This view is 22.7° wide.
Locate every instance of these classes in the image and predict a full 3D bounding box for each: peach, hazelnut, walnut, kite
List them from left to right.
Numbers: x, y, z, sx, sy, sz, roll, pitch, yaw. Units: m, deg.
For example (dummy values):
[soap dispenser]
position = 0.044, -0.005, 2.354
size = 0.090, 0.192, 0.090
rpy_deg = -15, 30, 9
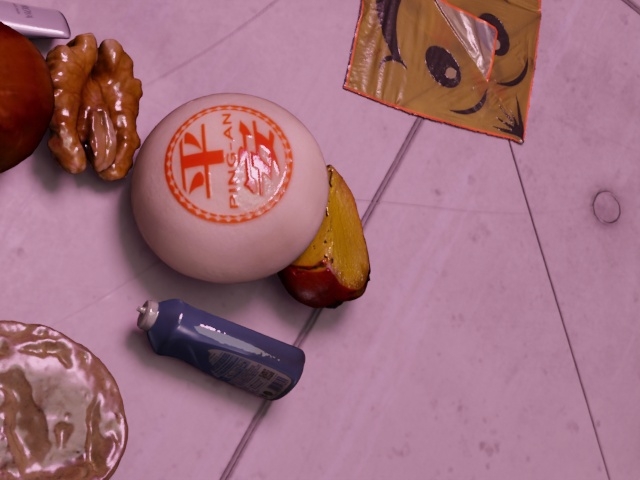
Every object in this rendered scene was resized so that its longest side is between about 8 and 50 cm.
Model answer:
[hazelnut]
position = -0.390, -0.159, 1.712
size = 0.208, 0.208, 0.208
rpy_deg = 6, 75, -25
[walnut]
position = -0.271, -0.153, 1.843
size = 0.143, 0.069, 0.170
rpy_deg = 13, 73, -46
[peach]
position = -0.006, 0.002, 1.922
size = 0.127, 0.092, 0.172
rpy_deg = 10, 64, -59
[kite]
position = 0.183, -0.266, 2.135
size = 0.377, 0.013, 0.327
rpy_deg = -37, 96, -29

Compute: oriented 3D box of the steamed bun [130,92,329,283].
[steamed bun]
position = -0.105, -0.071, 1.828
size = 0.232, 0.145, 0.231
rpy_deg = 0, 63, 0

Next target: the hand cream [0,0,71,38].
[hand cream]
position = -0.411, -0.255, 1.813
size = 0.255, 0.048, 0.079
rpy_deg = 1, 33, -24

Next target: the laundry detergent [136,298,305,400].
[laundry detergent]
position = -0.124, 0.120, 1.842
size = 0.206, 0.097, 0.061
rpy_deg = 25, 65, -20

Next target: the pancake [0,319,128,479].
[pancake]
position = -0.333, 0.198, 1.751
size = 0.242, 0.050, 0.242
rpy_deg = 10, 65, -23
